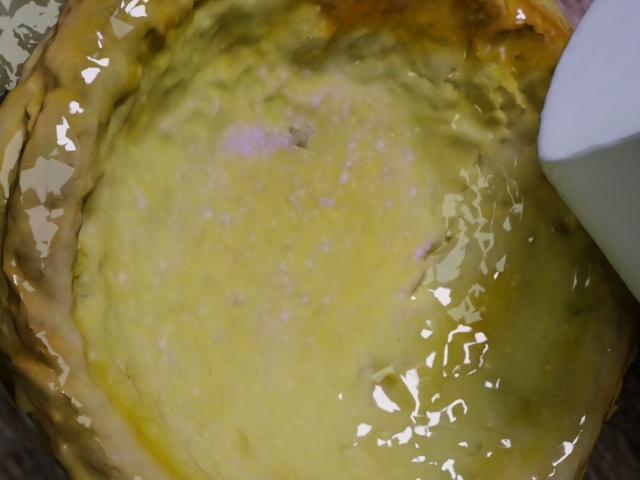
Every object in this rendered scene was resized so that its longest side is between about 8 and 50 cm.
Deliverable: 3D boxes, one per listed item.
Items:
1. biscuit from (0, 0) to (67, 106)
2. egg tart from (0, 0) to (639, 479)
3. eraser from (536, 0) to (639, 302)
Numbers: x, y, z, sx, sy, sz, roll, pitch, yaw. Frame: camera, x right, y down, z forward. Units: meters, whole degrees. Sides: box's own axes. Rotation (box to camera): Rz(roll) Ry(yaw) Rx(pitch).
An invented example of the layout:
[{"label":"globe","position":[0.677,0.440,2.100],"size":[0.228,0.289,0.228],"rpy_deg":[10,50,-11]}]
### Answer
[{"label":"biscuit","position":[-0.170,-0.124,0.497],"size":[0.152,0.020,0.152],"rpy_deg":[2,81,-11]},{"label":"egg tart","position":[0.000,0.000,0.448],"size":[0.294,0.123,0.294],"rpy_deg":[5,80,-29]},{"label":"eraser","position":[0.215,0.013,0.459],"size":[0.290,0.104,0.189],"rpy_deg":[49,52,-19]}]
